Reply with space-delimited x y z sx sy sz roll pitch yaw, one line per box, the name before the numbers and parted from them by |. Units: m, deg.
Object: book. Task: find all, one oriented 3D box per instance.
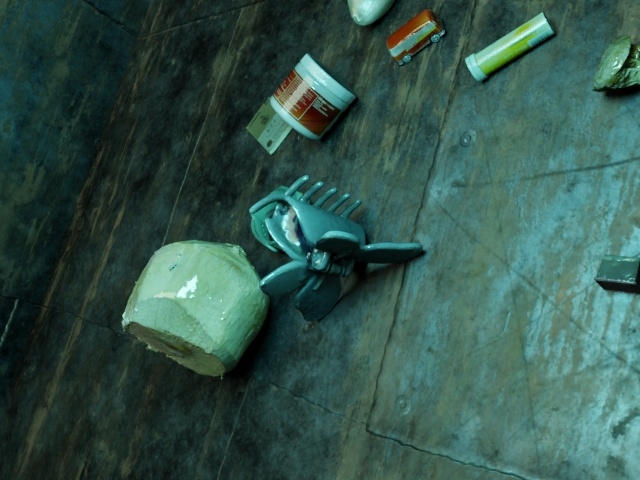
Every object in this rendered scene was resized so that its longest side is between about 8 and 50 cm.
book | -0.170 -0.388 2.412 0.138 0.016 0.198 -52 44 11

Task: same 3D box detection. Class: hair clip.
hair clip | 0.000 0.000 1.835 0.392 0.318 0.238 -36 57 28

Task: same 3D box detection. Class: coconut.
coconut | -0.332 0.163 2.048 0.405 0.405 0.404 -20 58 36

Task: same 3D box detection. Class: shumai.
shumai | 0.668 -0.369 1.553 0.116 0.145 0.145 24 88 5

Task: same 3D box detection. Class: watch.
watch | -0.123 -0.067 2.168 0.237 0.068 0.195 27 85 52

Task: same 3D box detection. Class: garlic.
garlic | 0.185 -0.793 2.199 0.143 0.112 0.318 34 89 24

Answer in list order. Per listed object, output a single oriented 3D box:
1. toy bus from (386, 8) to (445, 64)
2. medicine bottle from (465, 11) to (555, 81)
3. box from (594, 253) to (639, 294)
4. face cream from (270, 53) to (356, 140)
toy bus | 0.265 -0.583 2.047 0.174 0.077 0.079 -31 52 29
medicine bottle | 0.479 -0.488 1.807 0.218 0.074 0.074 -29 53 29
box | 0.606 0.067 1.434 0.085 0.060 0.063 7 68 45
face cream | -0.025 -0.429 2.159 0.187 0.201 0.201 -48 45 15
